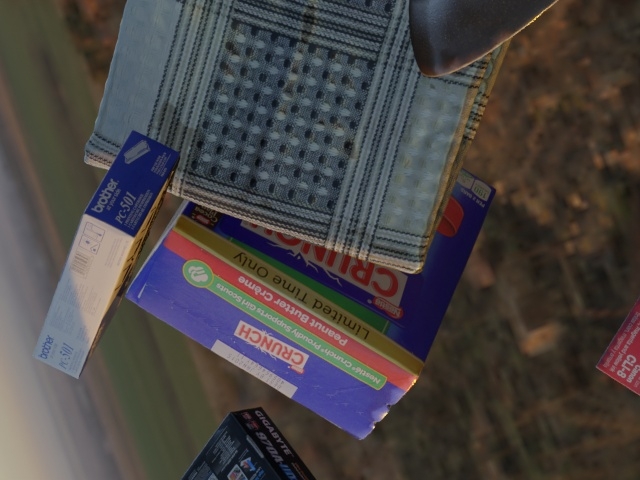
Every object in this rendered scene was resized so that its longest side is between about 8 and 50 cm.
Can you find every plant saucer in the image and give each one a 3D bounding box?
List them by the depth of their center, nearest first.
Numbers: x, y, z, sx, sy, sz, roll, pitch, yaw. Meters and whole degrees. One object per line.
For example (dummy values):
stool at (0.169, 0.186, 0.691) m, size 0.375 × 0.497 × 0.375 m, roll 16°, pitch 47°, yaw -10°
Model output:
plant saucer at (0.163, -0.241, 1.256) m, size 0.050 × 0.310 × 0.310 m, roll 42°, pitch 176°, yaw -14°

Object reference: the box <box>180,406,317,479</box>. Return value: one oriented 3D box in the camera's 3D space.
box at (-0.083, 0.308, 1.879) m, size 0.175 × 0.051 × 0.220 m, roll 50°, pitch 121°, yaw 27°

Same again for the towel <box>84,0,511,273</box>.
towel at (-0.008, -0.164, 1.499) m, size 0.056 × 0.312 × 0.324 m, roll -47°, pitch -23°, yaw -78°

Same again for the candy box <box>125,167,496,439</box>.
candy box at (0.000, 0.000, 1.787) m, size 0.268 × 0.317 × 0.122 m, roll 32°, pitch 131°, yaw -3°

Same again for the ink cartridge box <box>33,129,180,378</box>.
ink cartridge box at (-0.172, 0.014, 1.457) m, size 0.097 × 0.046 × 0.207 m, roll -65°, pitch 2°, yaw -40°

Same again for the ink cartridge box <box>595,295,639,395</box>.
ink cartridge box at (0.317, 0.068, 1.305) m, size 0.176 × 0.128 × 0.127 m, roll 34°, pitch 133°, yaw 11°
